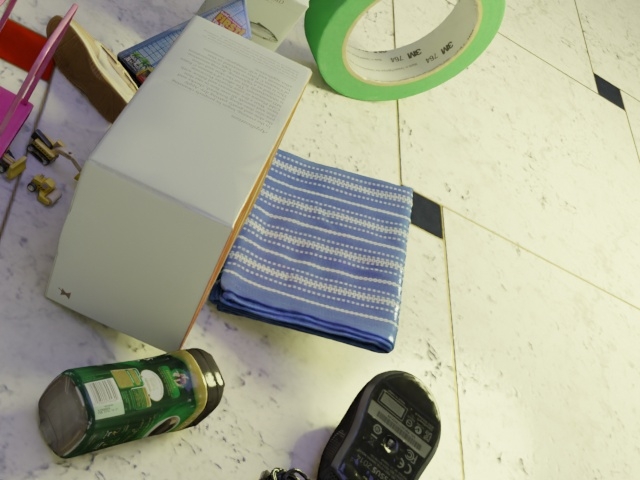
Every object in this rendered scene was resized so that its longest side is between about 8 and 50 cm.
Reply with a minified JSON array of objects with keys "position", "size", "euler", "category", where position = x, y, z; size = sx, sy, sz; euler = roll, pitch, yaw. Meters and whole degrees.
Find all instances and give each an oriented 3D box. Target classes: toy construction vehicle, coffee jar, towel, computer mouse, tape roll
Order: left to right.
[{"position":[-0.338,-0.094,1.308],"size":[0.098,0.035,0.086],"euler":[43,37,-1],"category":"toy construction vehicle"},{"position":[-0.193,0.166,1.140],"size":[0.184,0.096,0.079],"euler":[-5,61,-46],"category":"coffee jar"},{"position":[0.000,0.000,1.465],"size":[0.243,0.040,0.336],"euler":[16,42,-4],"category":"towel"},{"position":[0.049,0.267,1.298],"size":[0.188,0.072,0.272],"euler":[43,49,-4],"category":"computer mouse"},{"position":[0.137,-0.358,1.761],"size":[0.321,0.321,0.077],"euler":[7,50,-39],"category":"tape roll"}]

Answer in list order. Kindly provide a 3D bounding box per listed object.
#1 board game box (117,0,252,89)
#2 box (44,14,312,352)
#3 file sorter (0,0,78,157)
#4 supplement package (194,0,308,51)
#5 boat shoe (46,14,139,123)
[{"position":[-0.145,-0.237,1.511],"size":[0.194,0.060,0.194],"euler":[-43,89,-14],"category":"board game box"},{"position":[-0.158,-0.074,1.282],"size":[0.168,0.215,0.345],"euler":[25,39,-3],"category":"box"},{"position":[-0.437,-0.240,1.191],"size":[0.291,0.182,0.202],"euler":[29,25,-14],"category":"file sorter"},{"position":[-0.109,-0.339,1.633],"size":[0.105,0.179,0.105],"euler":[22,42,-25],"category":"supplement package"},{"position":[-0.299,-0.230,1.458],"size":[0.170,0.063,0.059],"euler":[54,34,-2],"category":"boat shoe"}]
